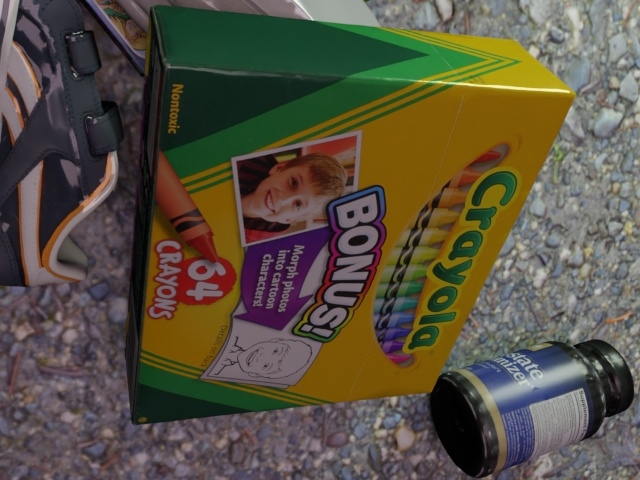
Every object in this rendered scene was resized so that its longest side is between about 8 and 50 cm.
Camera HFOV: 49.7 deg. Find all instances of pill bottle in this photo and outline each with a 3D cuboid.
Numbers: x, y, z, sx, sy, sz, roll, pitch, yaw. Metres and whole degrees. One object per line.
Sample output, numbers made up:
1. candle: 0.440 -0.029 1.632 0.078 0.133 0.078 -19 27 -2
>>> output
1. pill bottle: 0.253 0.190 0.821 0.219 0.123 0.122 -13 106 -19

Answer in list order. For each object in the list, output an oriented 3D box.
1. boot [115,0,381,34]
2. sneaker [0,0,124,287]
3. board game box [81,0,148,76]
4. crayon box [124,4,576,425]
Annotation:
1. boot: -0.058 -0.190 0.594 0.258 0.123 0.095 33 50 -29
2. sneaker: -0.222 -0.111 0.573 0.128 0.126 0.321 11 109 -18
3. board game box: -0.126 -0.264 0.625 0.201 0.035 0.136 -42 112 -8
4. crayon box: 0.000 0.000 0.610 0.313 0.106 0.363 -1 130 -20
